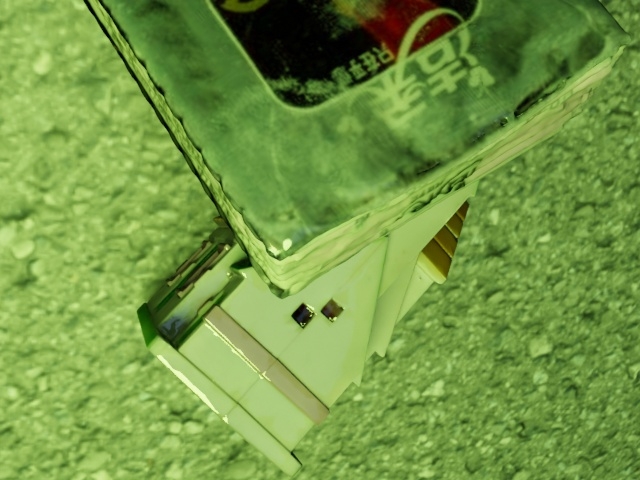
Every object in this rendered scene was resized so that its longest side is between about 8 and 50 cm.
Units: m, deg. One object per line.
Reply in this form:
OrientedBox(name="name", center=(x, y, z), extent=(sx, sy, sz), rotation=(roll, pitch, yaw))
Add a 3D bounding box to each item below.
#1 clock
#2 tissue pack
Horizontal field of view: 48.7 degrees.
OrientedBox(name="clock", center=(0.000, 0.000, 0.598), extent=(0.309, 0.235, 0.166), rotation=(-46, 103, -11))
OrientedBox(name="tissue pack", center=(-0.016, -0.175, 0.471), extent=(0.259, 0.122, 0.361), rotation=(-31, 73, -9))
